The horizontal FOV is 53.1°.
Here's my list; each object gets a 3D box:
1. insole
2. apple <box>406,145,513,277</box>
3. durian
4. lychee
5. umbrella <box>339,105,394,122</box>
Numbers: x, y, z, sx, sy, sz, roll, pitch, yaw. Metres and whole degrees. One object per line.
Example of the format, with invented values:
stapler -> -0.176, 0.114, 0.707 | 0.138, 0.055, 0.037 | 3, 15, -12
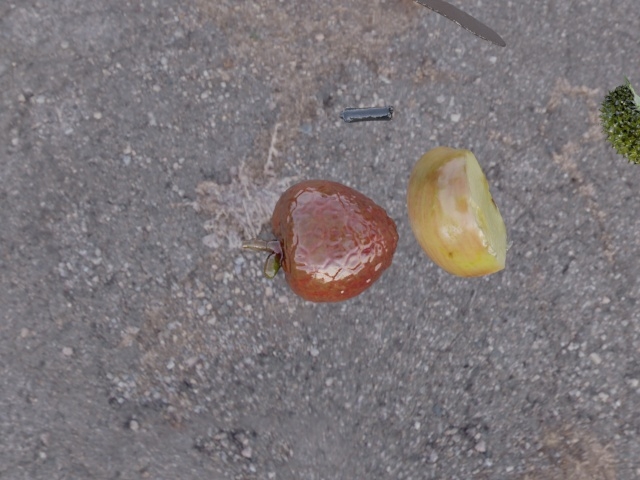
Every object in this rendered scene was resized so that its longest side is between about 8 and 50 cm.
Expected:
insole -> 0.281, -0.500, 1.401 | 0.327, 0.007, 0.111 | 16, 39, -26
apple -> 0.362, -0.079, 1.701 | 0.252, 0.309, 0.314 | -41, 25, -12
durian -> 0.933, -0.299, 1.786 | 0.351, 0.158, 0.169 | 38, 62, 19
lychee -> 0.000, 0.000, 1.271 | 0.299, 0.255, 0.255 | -4, 62, -18
umbrella -> 0.107, -0.293, 1.492 | 0.133, 0.031, 0.036 | 3, 54, 28
